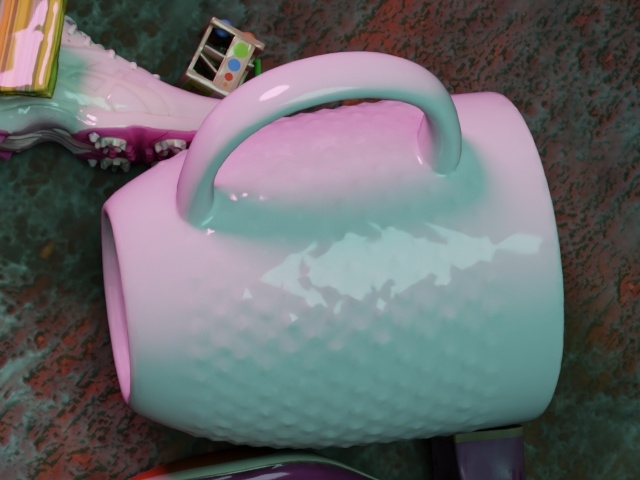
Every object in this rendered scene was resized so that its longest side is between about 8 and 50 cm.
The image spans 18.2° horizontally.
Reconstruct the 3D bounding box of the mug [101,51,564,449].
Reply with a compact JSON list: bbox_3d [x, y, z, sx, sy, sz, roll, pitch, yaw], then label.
[{"bbox_3d":[0.000,0.000,1.570,0.328,0.374,0.276,-7,49,-11],"label":"mug"}]

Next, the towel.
[{"bbox_3d":[-0.321,-0.156,1.600,0.237,0.021,0.102,0,60,11],"label":"towel"}]

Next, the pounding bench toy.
[{"bbox_3d":[-0.072,-0.147,1.725,0.083,0.052,0.065,28,76,-10],"label":"pounding bench toy"}]

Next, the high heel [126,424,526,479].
[{"bbox_3d":[0.008,0.259,1.660,0.377,0.127,0.181,-4,91,-12],"label":"high heel"}]

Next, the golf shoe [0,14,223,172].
[{"bbox_3d":[-0.204,-0.133,1.658,0.306,0.115,0.140,5,76,-15],"label":"golf shoe"}]
